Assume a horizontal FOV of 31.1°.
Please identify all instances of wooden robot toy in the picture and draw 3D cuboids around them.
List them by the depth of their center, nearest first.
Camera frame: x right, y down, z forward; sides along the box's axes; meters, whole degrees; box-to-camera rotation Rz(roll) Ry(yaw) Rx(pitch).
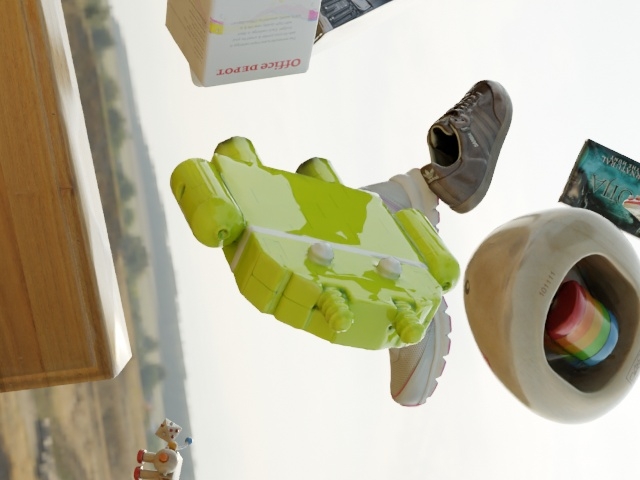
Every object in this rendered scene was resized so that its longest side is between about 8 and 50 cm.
[{"bbox_3d":[-0.231,0.327,1.641,0.079,0.076,0.173,94,3,-63],"label":"wooden robot toy"}]

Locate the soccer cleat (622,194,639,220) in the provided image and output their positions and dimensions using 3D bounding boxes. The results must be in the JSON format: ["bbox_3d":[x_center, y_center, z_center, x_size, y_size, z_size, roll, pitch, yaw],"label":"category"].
[{"bbox_3d":[0.297,-0.017,1.018,0.029,0.083,0.035,17,-87,52],"label":"soccer cleat"}]

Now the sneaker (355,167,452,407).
[{"bbox_3d":[0.067,0.052,1.215,0.103,0.111,0.252,159,-74,-76],"label":"sneaker"}]

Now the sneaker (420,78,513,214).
[{"bbox_3d":[0.151,-0.116,1.197,0.066,0.071,0.188,-31,-148,40],"label":"sneaker"}]

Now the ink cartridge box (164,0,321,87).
[{"bbox_3d":[-0.059,-0.189,0.871,0.090,0.092,0.143,58,-32,38],"label":"ink cartridge box"}]

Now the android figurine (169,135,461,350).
[{"bbox_3d":[0.000,0.000,0.942,0.056,0.248,0.273,-65,-152,22],"label":"android figurine"}]

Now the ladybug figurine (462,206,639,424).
[{"bbox_3d":[0.354,0.112,1.737,0.162,0.305,0.449,18,-17,44],"label":"ladybug figurine"}]

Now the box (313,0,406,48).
[{"bbox_3d":[0.068,-0.316,1.434,0.076,0.242,0.307,63,-8,-5],"label":"box"}]

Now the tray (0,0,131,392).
[{"bbox_3d":[-0.321,-0.061,1.075,0.076,0.203,0.410,-71,153,-76],"label":"tray"}]

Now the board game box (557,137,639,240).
[{"bbox_3d":[0.527,-0.085,2.029,0.026,0.186,0.126,165,-51,-86],"label":"board game box"}]
